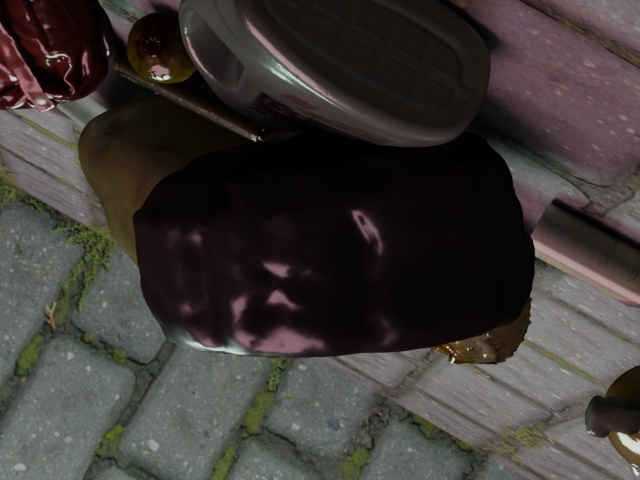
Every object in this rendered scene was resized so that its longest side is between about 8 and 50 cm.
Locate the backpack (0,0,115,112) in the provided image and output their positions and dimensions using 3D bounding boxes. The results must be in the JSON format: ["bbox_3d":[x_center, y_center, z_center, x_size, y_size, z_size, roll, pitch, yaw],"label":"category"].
[{"bbox_3d":[-0.350,-0.253,2.189,0.229,0.139,0.229,24,139,23],"label":"backpack"}]

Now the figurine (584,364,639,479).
[{"bbox_3d":[0.447,0.213,2.186,0.285,0.167,0.342,15,165,43],"label":"figurine"}]

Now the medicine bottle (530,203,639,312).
[{"bbox_3d":[0.327,0.040,2.005,0.231,0.059,0.059,29,169,8],"label":"medicine bottle"}]

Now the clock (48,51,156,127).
[{"bbox_3d":[-0.366,-0.234,2.432,0.262,0.116,0.231,27,169,21],"label":"clock"}]

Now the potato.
[{"bbox_3d":[-0.148,-0.049,2.362,0.326,0.221,0.243,51,161,24],"label":"potato"}]

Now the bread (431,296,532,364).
[{"bbox_3d":[0.112,0.025,2.236,0.306,0.158,0.305,30,166,8],"label":"bread"}]

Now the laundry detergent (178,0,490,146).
[{"bbox_3d":[-0.029,-0.175,1.791,0.264,0.124,0.398,24,174,-19],"label":"laundry detergent"}]

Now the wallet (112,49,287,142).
[{"bbox_3d":[-0.130,-0.170,2.196,0.198,0.031,0.110,26,-159,16],"label":"wallet"}]

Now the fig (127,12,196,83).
[{"bbox_3d":[-0.169,-0.211,2.141,0.084,0.082,0.098,-10,174,16],"label":"fig"}]

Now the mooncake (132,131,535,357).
[{"bbox_3d":[0.000,0.000,1.908,0.381,0.212,0.351,-1,-166,41],"label":"mooncake"}]
